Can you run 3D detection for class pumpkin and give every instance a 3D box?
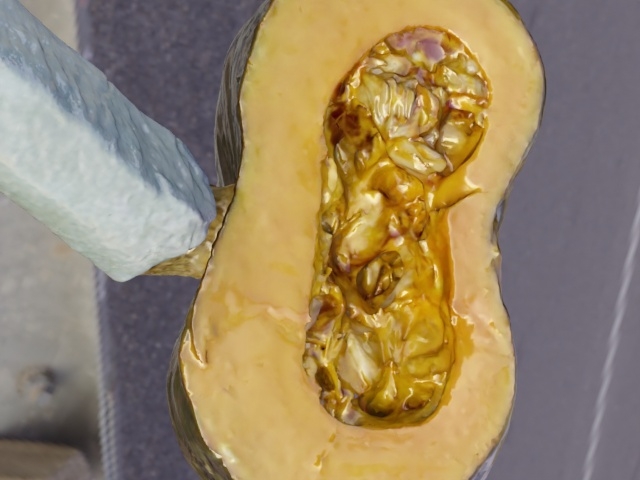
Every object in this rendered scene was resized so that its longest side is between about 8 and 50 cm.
[{"bbox_3d":[0.000,0.000,0.735,0.139,0.222,0.317,114,-16,-84],"label":"pumpkin"}]

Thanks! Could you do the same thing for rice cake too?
[{"bbox_3d":[-0.124,-0.052,0.609,0.206,0.069,0.063,47,27,-48],"label":"rice cake"}]
